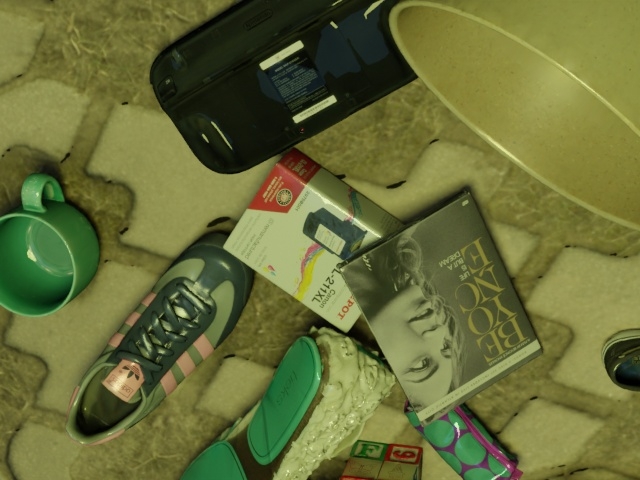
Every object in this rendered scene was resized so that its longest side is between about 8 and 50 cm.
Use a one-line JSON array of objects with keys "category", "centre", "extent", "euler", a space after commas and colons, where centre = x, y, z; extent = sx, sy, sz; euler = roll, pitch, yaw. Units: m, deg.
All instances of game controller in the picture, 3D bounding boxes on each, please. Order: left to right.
[{"category": "game controller", "centre": [-0.032, -0.194, 1.138], "extent": [0.319, 0.067, 0.166], "euler": [-26, 115, 21]}]

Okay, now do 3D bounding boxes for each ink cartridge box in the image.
[{"category": "ink cartridge box", "centre": [0.000, 0.000, 1.182], "extent": [0.175, 0.072, 0.127], "euler": [35, 112, 1]}]

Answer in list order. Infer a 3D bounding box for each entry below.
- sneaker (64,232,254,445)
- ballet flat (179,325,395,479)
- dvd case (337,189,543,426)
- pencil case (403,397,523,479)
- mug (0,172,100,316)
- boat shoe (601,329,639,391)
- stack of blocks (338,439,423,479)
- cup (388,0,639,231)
[{"category": "sneaker", "centre": [-0.194, 0.131, 1.244], "extent": [0.112, 0.131, 0.319], "euler": [38, 113, 0]}, {"category": "ballet flat", "centre": [-0.045, 0.267, 1.253], "extent": [0.147, 0.147, 0.409], "euler": [37, 122, -1]}, {"category": "dvd case", "centre": [0.136, 0.078, 1.148], "extent": [0.164, 0.018, 0.221], "euler": [-30, 112, -6]}, {"category": "pencil case", "centre": [0.166, 0.230, 1.225], "extent": [0.152, 0.064, 0.070], "euler": [48, 137, -6]}, {"category": "mug", "centre": [-0.325, 0.006, 1.251], "extent": [0.129, 0.097, 0.158], "euler": [41, 112, -2]}, {"category": "boat shoe", "centre": [0.421, 0.132, 1.121], "extent": [0.228, 0.076, 0.080], "euler": [1, 109, 14]}, {"category": "stack of blocks", "centre": [0.065, 0.417, 1.258], "extent": [0.087, 0.171, 0.297], "euler": [5, 110, 12]}, {"category": "cup", "centre": [0.262, -0.196, 0.946], "extent": [0.331, 0.331, 0.237], "euler": [37, 87, -1]}]
